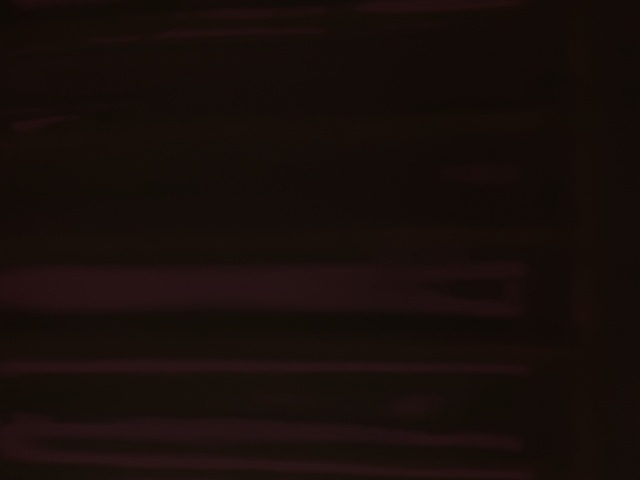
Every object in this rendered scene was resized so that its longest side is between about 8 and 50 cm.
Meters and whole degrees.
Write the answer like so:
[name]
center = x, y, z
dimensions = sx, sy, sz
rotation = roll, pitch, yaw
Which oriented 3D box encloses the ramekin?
[ramekin]
center = 0.000, 0.000, 0.467
dimensions = 0.303, 0.148, 0.303
rotation = 0, 90, -89
